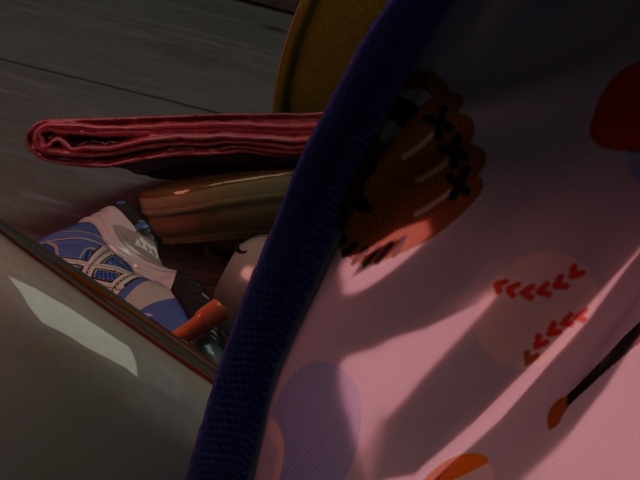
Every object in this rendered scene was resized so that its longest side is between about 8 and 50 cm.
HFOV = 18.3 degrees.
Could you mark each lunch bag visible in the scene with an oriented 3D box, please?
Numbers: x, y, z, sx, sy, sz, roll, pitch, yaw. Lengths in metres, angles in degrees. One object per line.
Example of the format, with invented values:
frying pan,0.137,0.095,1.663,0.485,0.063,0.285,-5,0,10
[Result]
lunch bag,0.149,0.080,0.506,0.328,0.385,0.239,7,14,-35

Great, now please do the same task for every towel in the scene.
towel,-0.047,-0.061,1.457,0.237,0.037,0.329,0,-2,13

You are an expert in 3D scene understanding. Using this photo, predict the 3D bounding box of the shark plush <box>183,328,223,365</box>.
shark plush,-0.038,0.118,0.954,0.161,0.073,0.067,38,36,6

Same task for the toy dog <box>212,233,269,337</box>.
toy dog,0.119,0.032,1.189,0.334,0.161,0.220,11,13,-20

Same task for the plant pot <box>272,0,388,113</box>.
plant pot,0.208,-0.136,1.720,0.353,0.366,0.366,34,18,20

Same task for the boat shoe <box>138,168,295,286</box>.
boat shoe,0.000,0.000,1.336,0.285,0.089,0.104,2,-1,-44

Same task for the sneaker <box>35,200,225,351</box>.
sneaker,-0.107,0.051,1.084,0.081,0.080,0.211,-18,28,-20

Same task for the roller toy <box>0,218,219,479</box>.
roller toy,-0.094,0.087,0.617,0.209,0.146,0.191,33,-3,39

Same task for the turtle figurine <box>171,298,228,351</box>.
turtle figurine,-0.089,0.081,0.822,0.269,0.087,0.217,-16,35,-43
